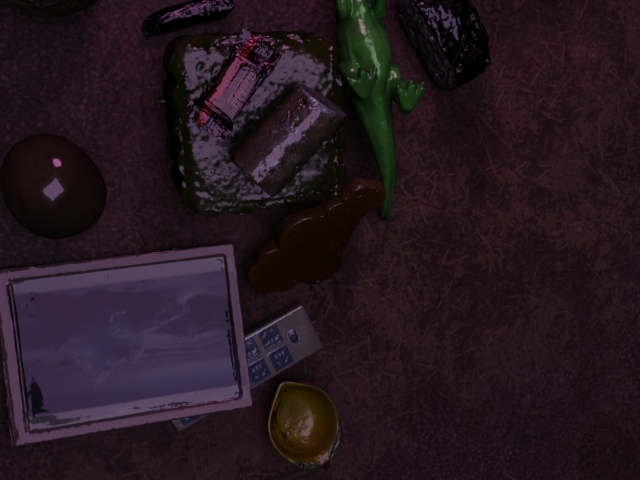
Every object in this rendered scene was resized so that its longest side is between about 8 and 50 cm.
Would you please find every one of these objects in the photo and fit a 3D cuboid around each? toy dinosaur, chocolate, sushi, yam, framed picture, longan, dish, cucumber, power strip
[{"bbox_3d":[0.068,-0.319,1.626,0.143,0.374,0.500,-11,140,-11],"label":"toy dinosaur"},{"bbox_3d":[-0.144,-0.259,1.379,0.086,0.028,0.182,32,94,-9],"label":"chocolate"},{"bbox_3d":[0.252,-0.419,1.656,0.127,0.124,0.225,-34,105,-12],"label":"sushi"},{"bbox_3d":[-0.052,-0.173,1.383,0.107,0.107,0.194,43,91,-18],"label":"yam"},{"bbox_3d":[-0.362,0.187,1.544,0.446,0.028,0.326,-7,92,-15],"label":"framed picture"},{"bbox_3d":[-0.466,-0.093,1.442,0.189,0.189,0.189,-2,97,-18],"label":"longan"},{"bbox_3d":[-0.042,0.368,1.675,0.148,0.080,0.208,-28,103,-17],"label":"dish"},{"bbox_3d":[-0.246,-0.418,1.531,0.181,0.053,0.053,-20,102,-14],"label":"cucumber"},{"bbox_3d":[-0.155,0.243,1.641,0.367,0.043,0.106,-29,105,-13],"label":"power strip"}]

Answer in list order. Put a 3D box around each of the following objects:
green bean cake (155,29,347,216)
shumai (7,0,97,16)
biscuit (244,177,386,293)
[{"bbox_3d":[-0.130,-0.221,1.519,0.335,0.218,0.319,-4,105,-12],"label":"green bean cake"},{"bbox_3d":[-0.541,-0.474,1.346,0.288,0.330,0.292,-28,67,5],"label":"shumai"},{"bbox_3d":[-0.004,-0.006,1.610,0.183,0.047,0.320,25,117,-43],"label":"biscuit"}]
